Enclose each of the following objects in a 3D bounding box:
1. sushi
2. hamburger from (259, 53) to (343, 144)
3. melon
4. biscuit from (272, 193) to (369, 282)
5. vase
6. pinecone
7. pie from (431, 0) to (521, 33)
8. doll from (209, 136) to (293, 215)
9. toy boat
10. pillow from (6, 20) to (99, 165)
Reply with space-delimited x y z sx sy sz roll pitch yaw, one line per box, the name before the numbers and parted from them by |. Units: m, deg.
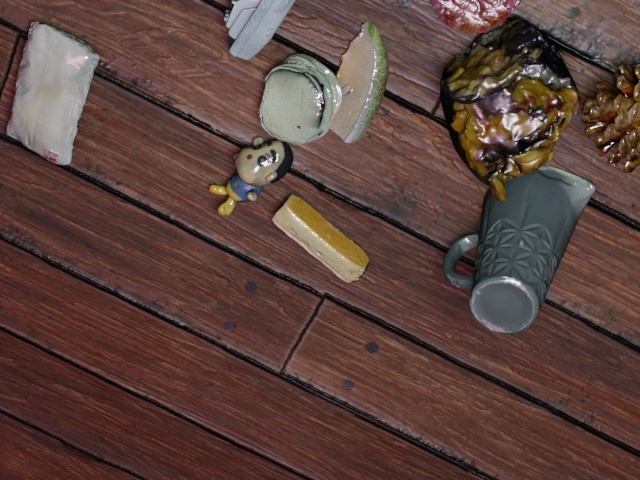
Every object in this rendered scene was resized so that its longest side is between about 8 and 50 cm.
sushi | 0.279 -0.192 1.531 0.213 0.200 0.204 -28 113 22
hamburger | -0.034 -0.222 1.632 0.133 0.062 0.140 36 125 16
melon | 0.062 -0.251 1.633 0.098 0.054 0.182 38 119 7
biscuit | 0.000 0.000 1.769 0.188 0.052 0.056 41 134 -12
vase | 0.298 0.022 1.597 0.251 0.301 0.156 -20 113 29
pinecone | 0.488 -0.183 1.523 0.195 0.150 0.179 6 119 8
pie | 0.234 -0.384 1.527 0.154 0.036 0.155 5 120 8
doll | -0.117 -0.112 1.715 0.179 0.102 0.089 -37 149 21
toy boat | -0.072 -0.393 1.553 0.085 0.078 0.260 25 123 -21
pillow | -0.453 -0.245 1.720 0.128 0.051 0.229 25 119 5
